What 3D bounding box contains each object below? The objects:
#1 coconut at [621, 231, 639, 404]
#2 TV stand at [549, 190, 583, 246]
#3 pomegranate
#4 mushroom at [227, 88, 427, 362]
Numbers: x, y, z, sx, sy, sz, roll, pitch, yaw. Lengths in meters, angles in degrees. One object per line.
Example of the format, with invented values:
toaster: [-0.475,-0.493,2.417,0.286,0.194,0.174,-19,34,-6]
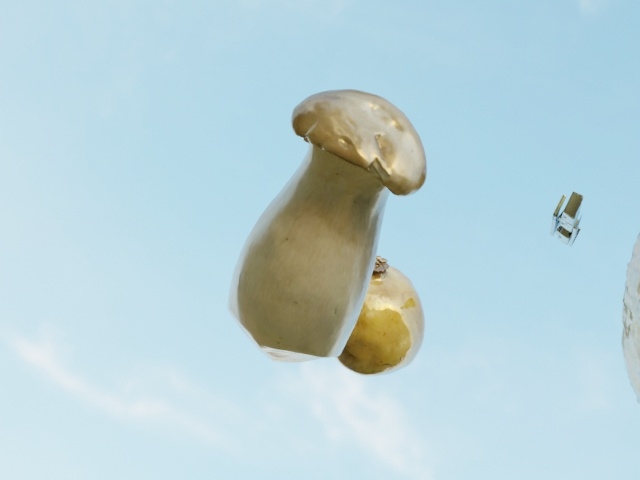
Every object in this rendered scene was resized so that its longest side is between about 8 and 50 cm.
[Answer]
coconut: [0.434,0.066,0.897,0.405,0.404,0.404,17,-44,17]
TV stand: [0.366,-0.032,1.645,0.042,0.036,0.249,29,-2,13]
pomegranate: [0.080,0.113,1.735,0.196,0.196,0.196,17,-44,17]
mushroom: [-0.001,0.000,0.758,0.097,0.088,0.212,52,-53,37]
